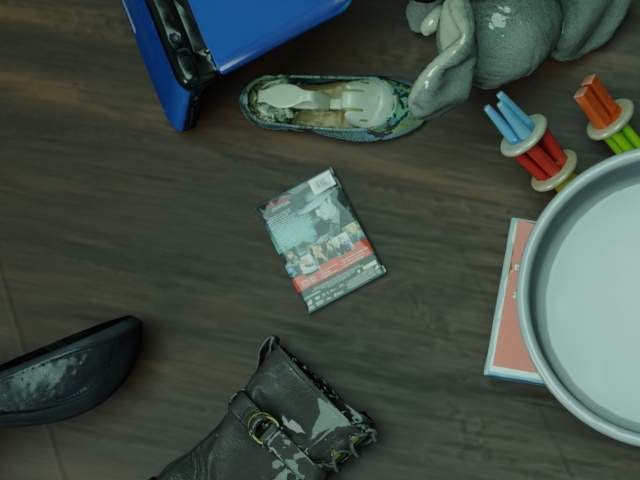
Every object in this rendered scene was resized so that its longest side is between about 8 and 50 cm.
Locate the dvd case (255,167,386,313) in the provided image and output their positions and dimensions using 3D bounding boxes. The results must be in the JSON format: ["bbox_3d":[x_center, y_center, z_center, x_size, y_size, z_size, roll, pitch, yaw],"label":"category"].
[{"bbox_3d":[0.000,0.000,1.933,0.087,0.013,0.119,-29,80,5],"label":"dvd case"}]

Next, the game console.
[{"bbox_3d":[-0.107,-0.288,1.893,0.173,0.250,0.293,-19,80,-11],"label":"game console"}]

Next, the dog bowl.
[{"bbox_3d":[0.308,0.053,1.735,0.265,0.104,0.264,-1,83,9],"label":"dog bowl"}]

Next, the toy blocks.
[{"bbox_3d":[0.233,-0.103,1.846,0.123,0.054,0.148,-43,115,3],"label":"toy blocks"}]

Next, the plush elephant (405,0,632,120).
[{"bbox_3d":[0.146,-0.261,1.836,0.330,0.272,0.255,37,133,48],"label":"plush elephant"}]

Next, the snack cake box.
[{"bbox_3d":[0.297,0.075,1.833,0.264,0.089,0.152,10,86,11],"label":"snack cake box"}]

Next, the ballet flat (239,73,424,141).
[{"bbox_3d":[0.011,-0.132,1.922,0.188,0.070,0.070,-1,83,10],"label":"ballet flat"}]

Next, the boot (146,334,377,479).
[{"bbox_3d":[-0.034,0.248,1.869,0.229,0.091,0.263,-42,76,3],"label":"boot"}]

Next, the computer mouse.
[{"bbox_3d":[-0.290,0.152,1.903,0.272,0.188,0.072,-22,93,-6],"label":"computer mouse"}]
